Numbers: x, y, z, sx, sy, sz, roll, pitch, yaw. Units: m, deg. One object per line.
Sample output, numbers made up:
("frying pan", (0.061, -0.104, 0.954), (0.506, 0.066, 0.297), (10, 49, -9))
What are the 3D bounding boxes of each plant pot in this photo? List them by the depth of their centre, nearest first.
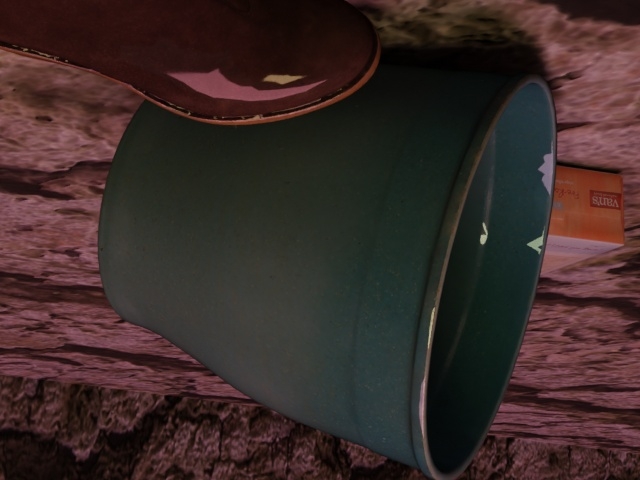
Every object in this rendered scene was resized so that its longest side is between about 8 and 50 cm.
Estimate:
("plant pot", (0.000, 0.000, 0.995), (0.255, 0.272, 0.271), (13, 170, 20))

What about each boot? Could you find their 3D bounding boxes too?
("boot", (-0.090, -0.134, 0.775), (0.248, 0.090, 0.207), (6, 168, 2))

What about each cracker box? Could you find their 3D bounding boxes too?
("cracker box", (0.139, -0.011, 1.281), (0.155, 0.067, 0.232), (7, 166, -21))
